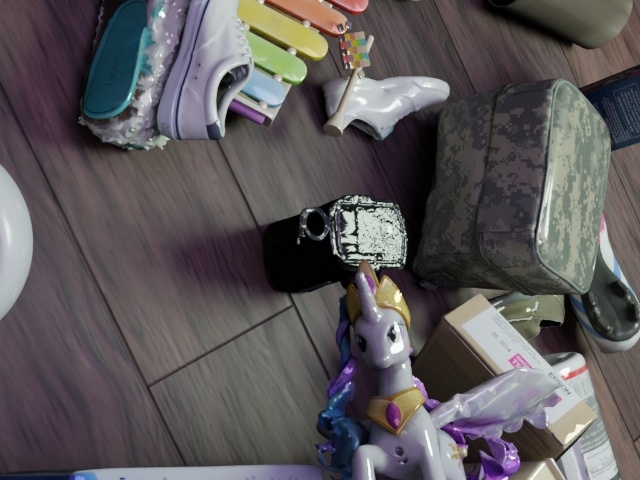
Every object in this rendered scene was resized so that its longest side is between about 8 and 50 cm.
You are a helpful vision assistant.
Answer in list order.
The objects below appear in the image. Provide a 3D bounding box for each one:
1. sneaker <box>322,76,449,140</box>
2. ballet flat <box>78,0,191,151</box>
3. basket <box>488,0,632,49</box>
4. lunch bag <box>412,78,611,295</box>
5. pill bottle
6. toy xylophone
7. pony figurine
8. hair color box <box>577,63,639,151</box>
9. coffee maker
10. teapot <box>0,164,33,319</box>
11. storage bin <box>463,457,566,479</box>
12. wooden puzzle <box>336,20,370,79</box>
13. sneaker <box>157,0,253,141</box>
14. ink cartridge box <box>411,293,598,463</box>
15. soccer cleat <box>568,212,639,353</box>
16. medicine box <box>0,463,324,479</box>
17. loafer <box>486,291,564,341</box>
[{"bbox_3d":[0.103,-0.200,1.510,0.212,0.080,0.094,-6,87,-24],"label":"sneaker"},{"bbox_3d":[-0.219,-0.302,1.307,0.147,0.147,0.409,20,72,-28],"label":"ballet flat"},{"bbox_3d":[0.424,-0.444,1.727,0.227,0.154,0.204,25,69,-30],"label":"basket"},{"bbox_3d":[0.272,-0.075,1.476,0.212,0.256,0.305,32,64,-47],"label":"lunch bag"},{"bbox_3d":[0.359,0.325,1.496,0.161,0.161,0.283,-15,87,-34],"label":"pill bottle"},{"bbox_3d":[-0.040,-0.286,1.397,0.236,0.081,0.322,19,66,-9],"label":"toy xylophone"},{"bbox_3d":[0.121,0.237,1.108,0.351,0.303,0.363,51,25,-53],"label":"pony figurine"},{"bbox_3d":[0.473,-0.208,1.578,0.174,0.347,0.105,-28,95,-35],"label":"hair color box"},{"bbox_3d":[0.000,0.000,1.328,0.171,0.178,0.120,28,63,-28],"label":"coffee maker"},{"bbox_3d":[-0.419,0.005,1.064,0.252,0.187,0.256,31,90,-3],"label":"teapot"},{"bbox_3d":[0.248,0.434,1.340,0.123,0.262,0.260,-37,100,-35],"label":"storage bin"},{"bbox_3d":[0.047,-0.269,1.393,0.049,0.006,0.083,-17,101,-40],"label":"wooden puzzle"},{"bbox_3d":[-0.126,-0.237,1.255,0.091,0.094,0.258,11,74,10],"label":"sneaker"},{"bbox_3d":[0.240,0.222,1.373,0.088,0.193,0.234,-27,66,-35],"label":"ink cartridge box"},{"bbox_3d":[0.438,0.039,1.658,0.116,0.143,0.331,-16,66,1],"label":"soccer cleat"},{"bbox_3d":[-0.182,0.324,1.084,0.289,0.263,0.149,6,75,-32],"label":"medicine box"},{"bbox_3d":[0.303,0.125,1.545,0.251,0.094,0.087,-15,83,-34],"label":"loafer"}]
